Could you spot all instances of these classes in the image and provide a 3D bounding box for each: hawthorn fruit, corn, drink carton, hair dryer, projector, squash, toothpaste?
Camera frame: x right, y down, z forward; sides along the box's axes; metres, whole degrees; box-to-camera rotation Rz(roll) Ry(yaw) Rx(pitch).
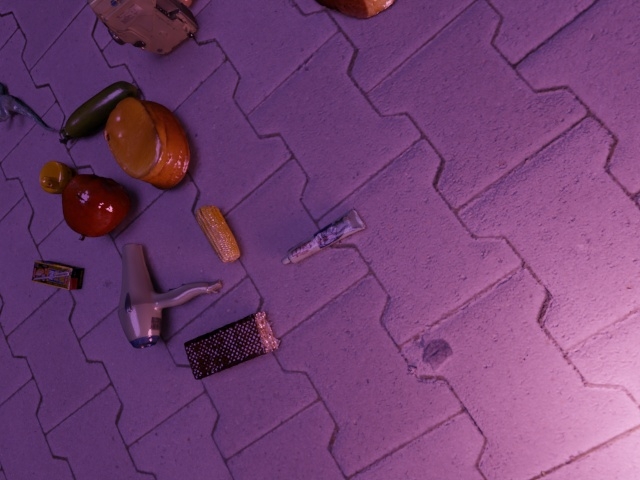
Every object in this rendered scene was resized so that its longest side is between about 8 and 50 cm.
[{"bbox_3d":[-0.662,-0.092,1.299,0.185,0.185,0.202,31,102,20],"label":"hawthorn fruit"},{"bbox_3d":[-0.271,-0.018,1.189,0.063,0.085,0.165,-31,80,0],"label":"corn"},{"bbox_3d":[-0.833,0.109,1.417,0.165,0.056,0.071,7,92,22],"label":"drink carton"},{"bbox_3d":[-0.462,0.111,1.264,0.298,0.119,0.296,-38,70,-1],"label":"hair dryer"},{"bbox_3d":[-0.484,-0.604,1.209,0.193,0.269,0.088,-25,78,19],"label":"projector"},{"bbox_3d":[-0.700,-0.390,1.382,0.331,0.087,0.087,-25,78,20],"label":"squash"},{"bbox_3d":[0.000,0.000,1.105,0.233,0.038,0.060,-30,79,15],"label":"toothpaste"}]

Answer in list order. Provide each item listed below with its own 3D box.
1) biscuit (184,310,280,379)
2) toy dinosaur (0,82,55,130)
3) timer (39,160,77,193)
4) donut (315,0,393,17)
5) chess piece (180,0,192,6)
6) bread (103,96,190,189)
[{"bbox_3d":[-0.230,0.272,1.160,0.252,0.070,0.106,-24,79,18],"label":"biscuit"},{"bbox_3d":[-1.058,-0.424,1.526,0.383,0.076,0.129,39,77,13],"label":"toy dinosaur"},{"bbox_3d":[-0.844,-0.199,1.411,0.107,0.109,0.107,-2,86,22],"label":"timer"},{"bbox_3d":[0.081,-0.630,1.073,0.294,0.112,0.151,-2,84,23],"label":"donut"},{"bbox_3d":[-0.365,-0.739,1.286,0.122,0.066,0.066,-43,73,20],"label":"chess piece"},{"bbox_3d":[-0.479,-0.272,1.254,0.195,0.142,0.270,-40,72,17],"label":"bread"}]
